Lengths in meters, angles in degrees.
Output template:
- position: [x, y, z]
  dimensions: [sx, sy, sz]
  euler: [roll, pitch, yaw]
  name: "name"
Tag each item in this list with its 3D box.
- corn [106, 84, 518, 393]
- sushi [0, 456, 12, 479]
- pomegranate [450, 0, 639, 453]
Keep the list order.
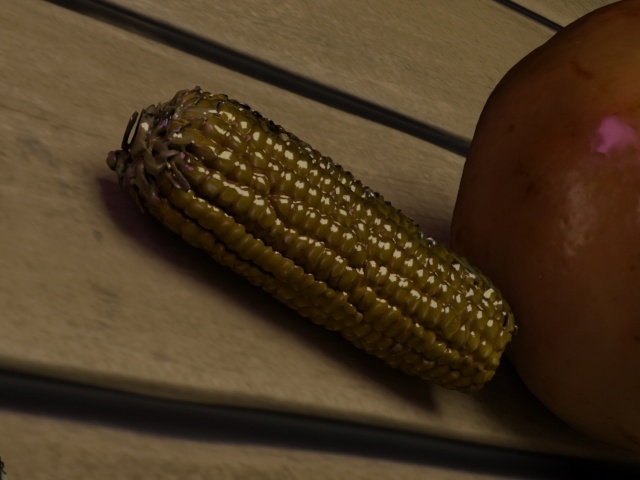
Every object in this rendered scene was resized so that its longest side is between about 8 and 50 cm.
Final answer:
- position: [0.000, 0.000, 0.975]
  dimensions: [0.318, 0.115, 0.115]
  euler: [34, 27, -19]
  name: "corn"
- position: [-0.267, 0.027, 0.587]
  dimensions: [0.290, 0.050, 0.264]
  euler: [11, 31, -46]
  name: "sushi"
- position: [0.311, -0.007, 1.135]
  dimensions: [0.411, 0.411, 0.411]
  euler: [32, 27, -19]
  name: "pomegranate"
